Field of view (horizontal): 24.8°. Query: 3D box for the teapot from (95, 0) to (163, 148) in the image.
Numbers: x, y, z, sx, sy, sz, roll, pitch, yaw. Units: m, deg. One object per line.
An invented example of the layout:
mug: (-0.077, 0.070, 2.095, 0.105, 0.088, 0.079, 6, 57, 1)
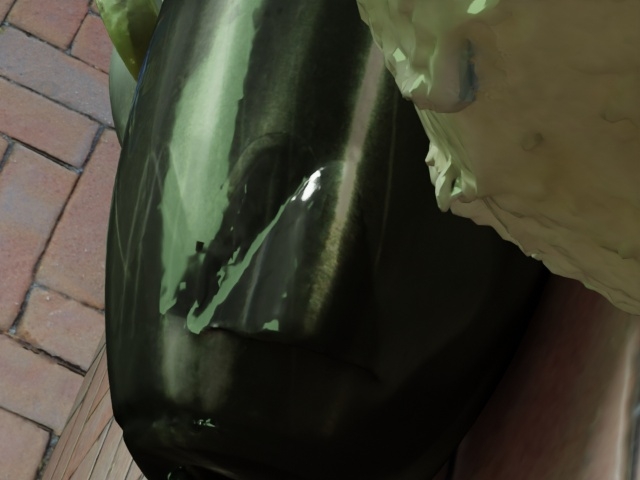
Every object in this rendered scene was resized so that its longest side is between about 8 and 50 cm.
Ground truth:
teapot: (-0.066, -0.134, 1.228, 0.239, 0.239, 0.322, -97, 5, -54)

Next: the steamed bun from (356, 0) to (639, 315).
steamed bun: (0.129, -0.156, 0.397, 0.334, 0.233, 0.312, -47, 20, 53)

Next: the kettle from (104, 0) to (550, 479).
kettle: (0.000, 0.000, 0.737, 0.321, 0.228, 0.324, 115, 173, -69)
